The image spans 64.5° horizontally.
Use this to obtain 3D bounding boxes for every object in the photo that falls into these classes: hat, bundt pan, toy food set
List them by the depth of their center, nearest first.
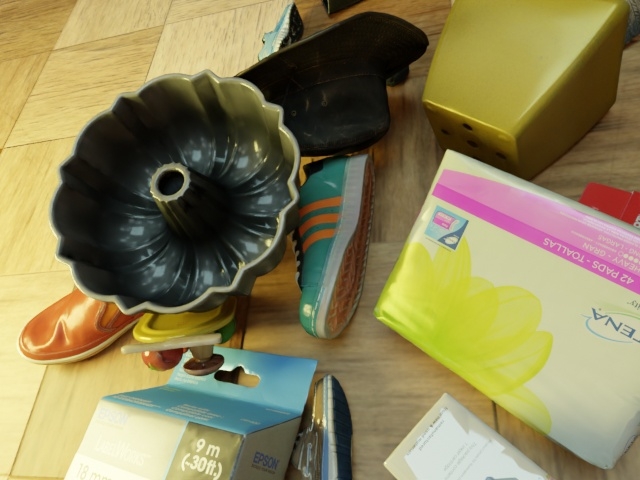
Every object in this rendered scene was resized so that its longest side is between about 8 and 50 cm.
[{"bbox_3d":[-0.170,0.130,0.658,0.128,0.218,0.071,-8,100,-3],"label":"toy food set"},{"bbox_3d":[-0.173,-0.052,0.671,0.330,0.124,0.331,-3,70,9],"label":"bundt pan"},{"bbox_3d":[0.014,-0.193,0.762,0.331,0.331,0.134,-16,86,9],"label":"hat"}]

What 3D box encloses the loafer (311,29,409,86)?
[{"bbox_3d":[0.064,-0.351,0.926,0.223,0.078,0.076,32,73,31],"label":"loafer"}]

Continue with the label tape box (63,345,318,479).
[{"bbox_3d":[-0.168,0.266,0.580,0.240,0.106,0.334,-1,59,32],"label":"label tape box"}]

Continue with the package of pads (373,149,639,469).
[{"bbox_3d":[0.224,0.063,0.549,0.296,0.101,0.229,31,106,32],"label":"package of pads"}]

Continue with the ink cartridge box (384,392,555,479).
[{"bbox_3d":[0.175,0.261,0.464,0.093,0.154,0.212,-44,55,-13],"label":"ink cartridge box"}]

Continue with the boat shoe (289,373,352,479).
[{"bbox_3d":[-0.002,0.247,0.587,0.066,0.066,0.183,-16,51,19],"label":"boat shoe"}]

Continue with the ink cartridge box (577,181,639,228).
[{"bbox_3d":[0.396,0.035,0.577,0.230,0.078,0.134,25,70,30],"label":"ink cartridge box"}]

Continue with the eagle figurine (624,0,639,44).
[{"bbox_3d":[0.458,-0.466,0.809,0.226,0.225,0.298,30,61,20],"label":"eagle figurine"}]

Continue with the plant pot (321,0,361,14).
[{"bbox_3d":[0.068,-0.610,1.032,0.166,0.188,0.188,-14,55,-4],"label":"plant pot"}]

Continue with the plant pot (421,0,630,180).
[{"bbox_3d":[0.262,-0.209,0.707,0.212,0.212,0.187,34,87,32],"label":"plant pot"}]

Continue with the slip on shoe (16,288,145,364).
[{"bbox_3d":[-0.320,0.085,0.772,0.331,0.101,0.123,-25,56,4],"label":"slip on shoe"}]

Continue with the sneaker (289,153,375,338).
[{"bbox_3d":[0.000,0.000,0.720,0.120,0.108,0.302,0,51,19],"label":"sneaker"}]

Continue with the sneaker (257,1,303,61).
[{"bbox_3d":[-0.087,-0.421,1.031,0.073,0.063,0.162,5,61,25],"label":"sneaker"}]
